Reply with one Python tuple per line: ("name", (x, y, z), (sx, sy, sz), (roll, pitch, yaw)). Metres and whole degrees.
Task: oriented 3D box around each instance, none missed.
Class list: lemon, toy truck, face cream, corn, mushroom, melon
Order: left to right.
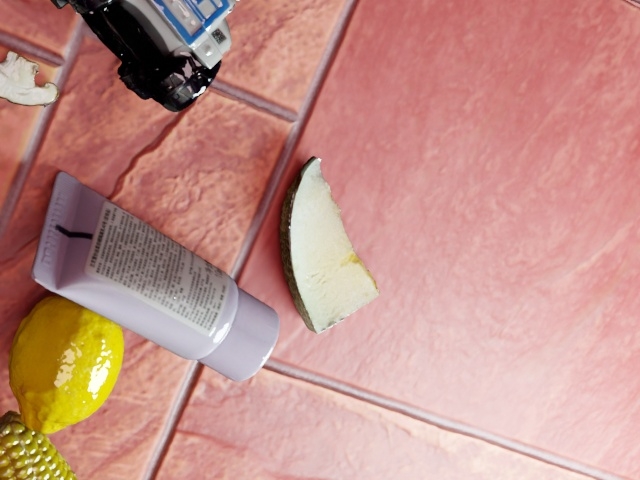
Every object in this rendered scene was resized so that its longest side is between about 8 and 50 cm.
("mushroom", (-0.307, -0.162, 1.297), (0.101, 0.019, 0.049), (28, 94, -26))
("corn", (-0.272, 0.317, 1.389), (0.106, 0.106, 0.305), (-27, 108, -11))
("lemon", (-0.261, 0.124, 1.334), (0.114, 0.114, 0.155), (21, 84, -23))
("face cream", (-0.170, 0.048, 1.348), (0.274, 0.154, 0.096), (34, 130, -27))
("toy truck", (-0.144, -0.237, 1.232), (0.177, 0.213, 0.161), (-44, 114, -9))
("melon", (-0.006, 0.005, 1.430), (0.098, 0.054, 0.182), (-31, 112, -16))
